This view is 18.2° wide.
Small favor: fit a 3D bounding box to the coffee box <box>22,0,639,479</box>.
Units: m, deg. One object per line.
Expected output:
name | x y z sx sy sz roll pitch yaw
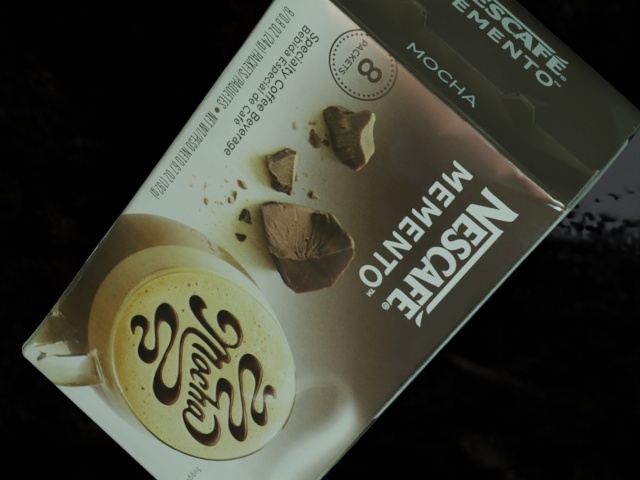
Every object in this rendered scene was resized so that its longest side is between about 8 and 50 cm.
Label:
coffee box | 0.000 0.000 1.012 0.168 0.119 0.297 43 126 4
